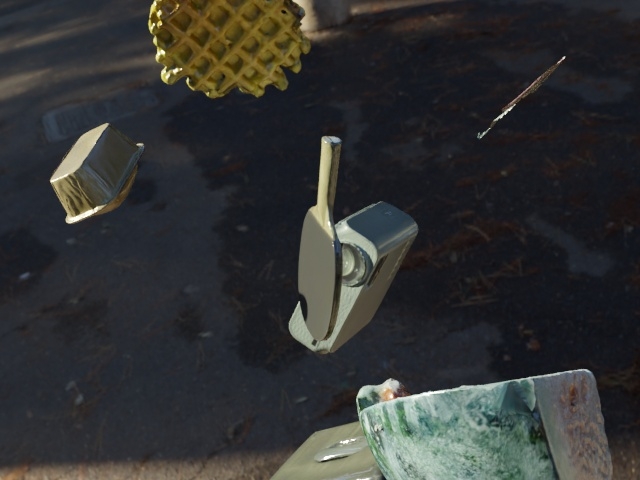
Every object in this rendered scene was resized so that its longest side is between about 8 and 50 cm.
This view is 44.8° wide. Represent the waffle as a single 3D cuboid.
[{"bbox_3d":[-0.162,-0.396,1.453,0.311,0.307,0.060,0,44,-22],"label":"waffle"}]

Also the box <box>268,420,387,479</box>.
[{"bbox_3d":[0.066,0.359,1.079,0.290,0.166,0.220,-24,7,39],"label":"box"}]

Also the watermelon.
[{"bbox_3d":[0.174,0.174,0.736,0.319,0.290,0.213,33,62,29],"label":"watermelon"}]

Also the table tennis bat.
[{"bbox_3d":[0.000,0.000,0.905,0.022,0.247,0.138,-2,24,-19],"label":"table tennis bat"}]

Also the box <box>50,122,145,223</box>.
[{"bbox_3d":[-0.337,-0.101,1.190,0.111,0.111,0.177,-5,41,17],"label":"box"}]

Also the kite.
[{"bbox_3d":[0.256,-0.182,0.996,0.139,0.011,0.157,-31,-11,-49],"label":"kite"}]

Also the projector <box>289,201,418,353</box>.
[{"bbox_3d":[0.059,0.066,1.435,0.108,0.251,0.198,33,28,15],"label":"projector"}]
